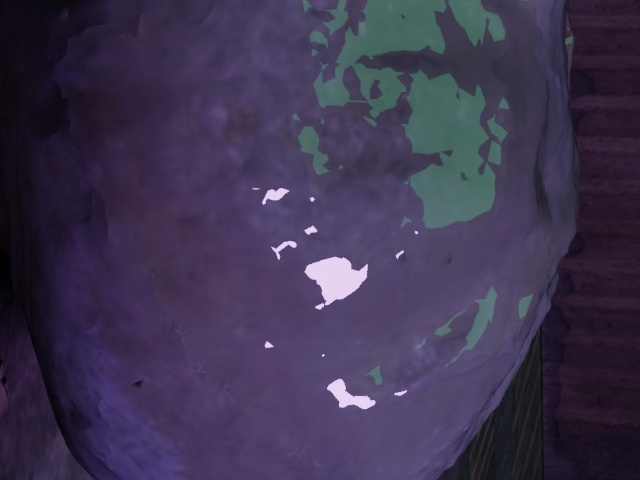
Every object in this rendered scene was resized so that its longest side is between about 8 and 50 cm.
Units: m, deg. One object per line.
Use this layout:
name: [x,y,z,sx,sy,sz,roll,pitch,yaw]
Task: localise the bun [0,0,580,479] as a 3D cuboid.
bun: [-0.015,-0.072,0.703,0.362,0.211,0.362,-11,90,-90]
